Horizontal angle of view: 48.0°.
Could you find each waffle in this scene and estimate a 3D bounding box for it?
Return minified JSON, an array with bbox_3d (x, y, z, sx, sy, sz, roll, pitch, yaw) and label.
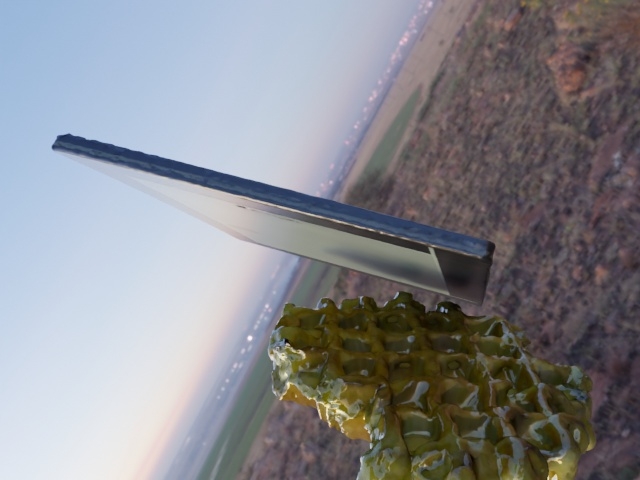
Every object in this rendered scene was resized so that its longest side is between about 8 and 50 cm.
[{"bbox_3d":[0.067,0.101,0.522,0.249,0.253,0.056,-22,-55,-56],"label":"waffle"}]

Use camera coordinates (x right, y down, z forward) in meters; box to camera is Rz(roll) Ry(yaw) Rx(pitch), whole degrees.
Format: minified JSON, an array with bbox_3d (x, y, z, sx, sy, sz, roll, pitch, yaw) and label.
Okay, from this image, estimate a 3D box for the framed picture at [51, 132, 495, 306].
[{"bbox_3d":[0.000,0.000,0.552,0.347,0.264,0.016,34,-108,-74],"label":"framed picture"}]
